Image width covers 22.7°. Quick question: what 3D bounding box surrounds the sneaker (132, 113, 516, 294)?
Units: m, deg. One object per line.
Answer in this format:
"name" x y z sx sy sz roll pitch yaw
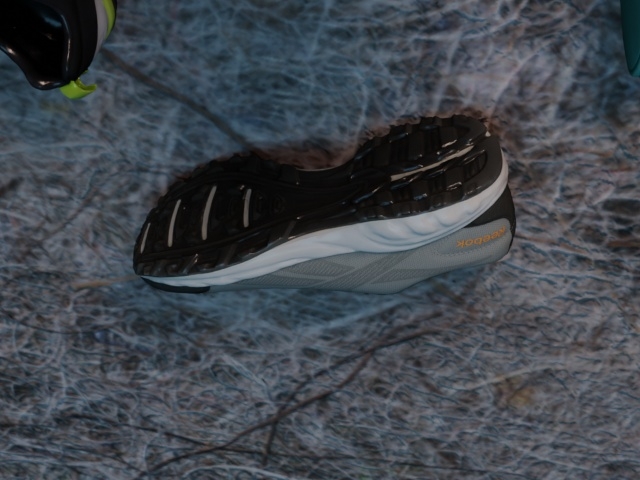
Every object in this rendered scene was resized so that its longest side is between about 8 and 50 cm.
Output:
"sneaker" 0.000 0.000 1.061 0.271 0.100 0.108 -9 139 19

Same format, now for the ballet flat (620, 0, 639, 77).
"ballet flat" 0.200 -0.183 0.842 0.087 0.083 0.247 -12 136 3

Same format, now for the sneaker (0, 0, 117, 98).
"sneaker" -0.200 -0.175 0.913 0.084 0.097 0.234 -25 127 31
